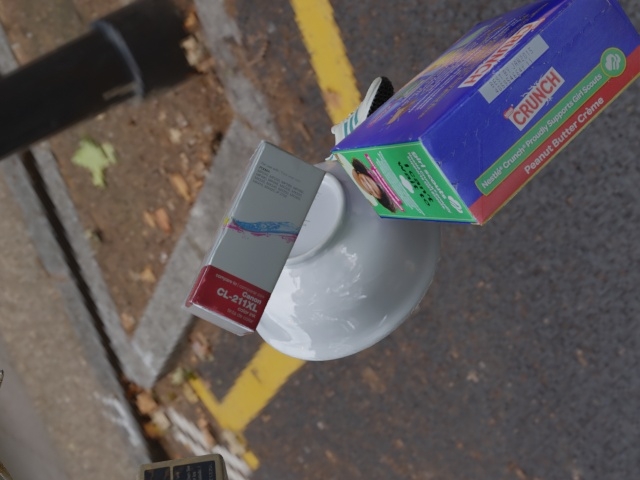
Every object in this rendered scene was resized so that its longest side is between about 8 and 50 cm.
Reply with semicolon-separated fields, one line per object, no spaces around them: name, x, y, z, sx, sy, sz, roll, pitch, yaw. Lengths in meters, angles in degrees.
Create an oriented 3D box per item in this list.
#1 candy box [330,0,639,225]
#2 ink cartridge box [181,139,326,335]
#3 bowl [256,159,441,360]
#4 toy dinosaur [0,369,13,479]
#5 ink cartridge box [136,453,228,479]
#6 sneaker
candy box;0.181;-0.148;1.326;0.122;0.268;0.317;50;170;-10
ink cartridge box;-0.068;0.001;1.176;0.072;0.175;0.127;26;170;-6
bowl;0.000;0.000;1.557;0.298;0.298;0.134;26;166;41
toy dinosaur;-0.311;0.148;1.002;0.053;0.093;0.183;6;153;20
ink cartridge box;-0.111;0.346;1.081;0.193;0.088;0.235;-99;3;-50
sneaker;0.052;-0.176;1.764;0.075;0.057;0.161;27;104;33
